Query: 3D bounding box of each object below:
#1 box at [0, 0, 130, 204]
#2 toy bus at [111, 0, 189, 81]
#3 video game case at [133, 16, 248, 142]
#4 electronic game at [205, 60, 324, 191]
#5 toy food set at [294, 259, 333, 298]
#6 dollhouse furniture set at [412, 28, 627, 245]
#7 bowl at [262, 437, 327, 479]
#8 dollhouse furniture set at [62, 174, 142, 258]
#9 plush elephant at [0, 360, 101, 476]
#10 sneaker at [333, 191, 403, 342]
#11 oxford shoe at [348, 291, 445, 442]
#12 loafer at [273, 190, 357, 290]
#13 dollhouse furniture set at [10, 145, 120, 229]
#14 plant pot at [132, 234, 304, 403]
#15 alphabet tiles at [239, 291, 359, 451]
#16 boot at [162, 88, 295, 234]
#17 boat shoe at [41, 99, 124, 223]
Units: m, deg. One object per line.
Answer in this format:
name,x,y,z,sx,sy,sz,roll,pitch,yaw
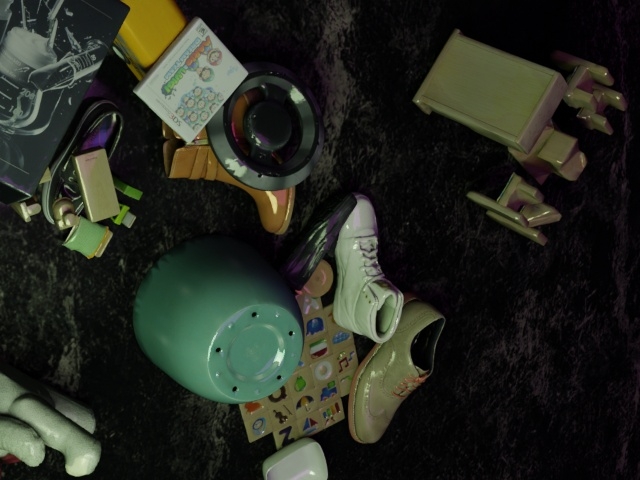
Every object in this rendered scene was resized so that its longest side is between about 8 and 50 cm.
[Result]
box,-0.499,-0.267,1.302,0.343,0.179,0.312,29,75,-24
toy bus,-0.297,-0.365,1.490,0.108,0.130,0.332,-44,135,-11
video game case,-0.206,-0.257,1.523,0.157,0.019,0.143,-51,137,-6
electronic game,-0.094,-0.199,1.641,0.229,0.048,0.229,4,82,-30
toy food set,-0.011,0.077,1.909,0.083,0.020,0.083,15,89,-27
dollhouse furniture set,0.406,-0.246,1.980,0.362,0.256,0.394,-59,147,1
bowl,-0.060,0.491,2.013,0.142,0.053,0.142,-27,126,-20
dollhouse furniture set,-0.367,-0.032,1.618,0.076,0.058,0.151,29,92,-52
plush elephant,-0.551,0.341,1.531,0.330,0.272,0.255,37,84,-22
sneaker,0.106,0.057,1.887,0.108,0.169,0.292,-9,107,-30
oxford shoe,0.162,0.290,2.027,0.123,0.130,0.348,12,99,-41
loafer,0.000,0.000,1.857,0.078,0.076,0.223,39,90,-23
dollhouse furniture set,-0.431,-0.101,1.524,0.151,0.123,0.144,-21,118,-25
plant pot,-0.163,0.161,1.713,0.293,0.235,0.293,-10,111,-27
alphabet tiles,-0.049,0.271,1.971,0.285,0.011,0.342,-23,119,-23
boot,-0.165,-0.129,1.685,0.220,0.109,0.283,-15,112,-29
boat shoe,-0.390,-0.124,1.569,0.080,0.076,0.228,29,91,-36
